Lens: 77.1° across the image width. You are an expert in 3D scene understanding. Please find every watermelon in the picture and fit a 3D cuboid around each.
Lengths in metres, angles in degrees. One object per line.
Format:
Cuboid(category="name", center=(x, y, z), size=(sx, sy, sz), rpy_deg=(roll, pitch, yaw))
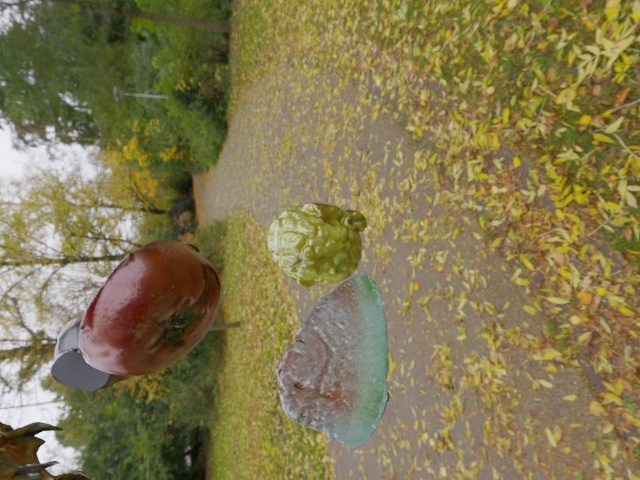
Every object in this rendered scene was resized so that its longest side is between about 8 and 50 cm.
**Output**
Cuboid(category="watermelon", center=(0.019, 0.112, 0.408), size=(0.081, 0.094, 0.180), rpy_deg=(-45, 9, 43))

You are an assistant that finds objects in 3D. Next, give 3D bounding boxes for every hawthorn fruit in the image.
Cuboid(category="hawthorn fruit", center=(-0.550, 0.275, 1.036), size=(0.249, 0.215, 0.216), rpy_deg=(140, 129, -73))

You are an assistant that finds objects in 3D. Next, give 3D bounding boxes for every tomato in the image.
Cuboid(category="tomato", center=(-0.230, 0.109, 0.591), size=(0.085, 0.225, 0.225), rpy_deg=(31, 129, 20))

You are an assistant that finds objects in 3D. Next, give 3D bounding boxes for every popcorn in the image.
Cuboid(category="popcorn", center=(0.000, 0.000, 1.030), size=(0.236, 0.251, 0.206), rpy_deg=(38, 160, 27))

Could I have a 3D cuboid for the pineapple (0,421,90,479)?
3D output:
Cuboid(category="pineapple", center=(-0.287, 0.257, 0.218), size=(0.300, 0.352, 0.352), rpy_deg=(47, 152, 2))
